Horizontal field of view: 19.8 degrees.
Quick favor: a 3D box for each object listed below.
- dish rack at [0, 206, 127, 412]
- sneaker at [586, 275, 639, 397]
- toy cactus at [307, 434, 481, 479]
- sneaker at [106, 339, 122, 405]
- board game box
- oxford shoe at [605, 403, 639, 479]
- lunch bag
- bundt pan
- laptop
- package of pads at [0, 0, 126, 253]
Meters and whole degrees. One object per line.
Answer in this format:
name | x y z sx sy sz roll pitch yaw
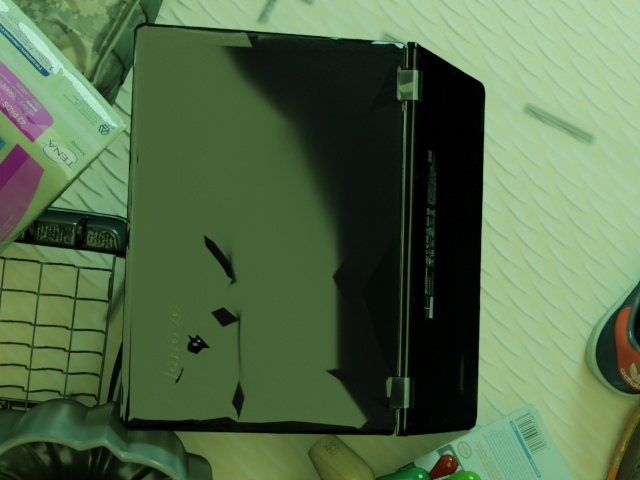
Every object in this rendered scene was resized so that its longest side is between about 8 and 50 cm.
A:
dish rack | -0.304 0.098 1.857 0.208 0.074 0.271 7 89 0
sneaker | 0.428 0.021 1.980 0.131 0.148 0.350 33 81 -8
toy cactus | 0.052 0.268 1.807 0.219 0.112 0.180 -37 72 -11
sneaker | -0.089 0.068 1.884 0.182 0.127 0.315 24 81 -7
board game box | 0.132 0.336 1.895 0.303 0.097 0.224 -23 78 -18
oxford shoe | 0.377 0.344 1.959 0.130 0.133 0.363 5 86 -11
lunch bag | -0.217 -0.283 1.823 0.169 0.235 0.287 27 82 -4
bundt pan | -0.236 0.286 1.789 0.331 0.124 0.331 1 121 2
laptop | 0.000 0.000 1.849 0.236 0.408 0.382 1 86 20
package of pads | -0.320 -0.121 1.680 0.229 0.296 0.101 46 64 -5
